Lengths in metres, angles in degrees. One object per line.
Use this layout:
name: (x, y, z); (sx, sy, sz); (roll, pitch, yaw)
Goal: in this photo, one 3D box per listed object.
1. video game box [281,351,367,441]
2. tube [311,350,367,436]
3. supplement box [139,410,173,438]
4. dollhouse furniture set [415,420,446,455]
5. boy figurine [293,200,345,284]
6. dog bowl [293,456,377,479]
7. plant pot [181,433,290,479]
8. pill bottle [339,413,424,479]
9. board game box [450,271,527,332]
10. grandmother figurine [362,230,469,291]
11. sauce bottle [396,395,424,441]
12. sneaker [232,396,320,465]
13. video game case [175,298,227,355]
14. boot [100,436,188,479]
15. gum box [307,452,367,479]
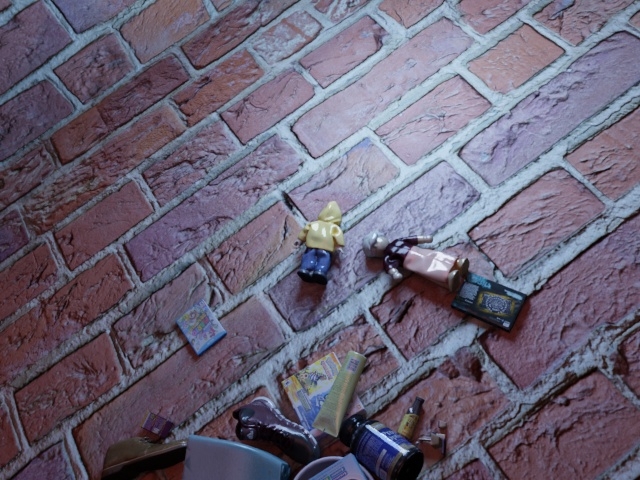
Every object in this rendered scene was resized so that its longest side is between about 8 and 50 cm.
video game box: (0.008, 0.463, 1.838); (0.187, 0.048, 0.205); (-30, 57, -3)
tube: (0.059, 0.436, 1.780); (0.062, 0.070, 0.240); (29, 70, -6)
supplement box: (-0.513, 0.577, 1.945); (0.083, 0.043, 0.054); (15, 67, 26)
dollhouse furniture set: (0.289, 0.522, 1.675); (0.081, 0.114, 0.090); (-3, 64, 22)
boy figurine: (0.000, 0.000, 2.074); (0.177, 0.092, 0.285); (4, 63, 20)
dog bowl: (0.044, 0.718, 1.649); (0.265, 0.104, 0.264); (-8, 60, 13)
plant pot: (-0.218, 0.668, 1.681); (0.253, 0.248, 0.247); (1, 68, 7)
pill bottle: (0.159, 0.563, 1.677); (0.219, 0.123, 0.122); (25, 72, 41)
board game box: (0.500, 0.181, 1.847); (0.186, 0.026, 0.126); (24, 71, 28)
grandmother figurine: (0.278, 0.057, 1.953); (0.343, 0.104, 0.208); (22, 43, 30)
sauce bottle: (0.253, 0.499, 1.740); (0.042, 0.042, 0.128); (19, 71, 26)
sneaker: (-0.146, 0.558, 1.755); (0.281, 0.163, 0.106); (28, 109, 35)
video game case: (-0.402, 0.291, 2.086); (0.119, 0.015, 0.166); (-39, 58, -6)
boot: (-0.525, 0.638, 1.885); (0.306, 0.112, 0.115); (-19, 47, 10)
gum box: (0.060, 0.667, 1.585); (0.157, 0.041, 0.184); (-31, 58, -1)
